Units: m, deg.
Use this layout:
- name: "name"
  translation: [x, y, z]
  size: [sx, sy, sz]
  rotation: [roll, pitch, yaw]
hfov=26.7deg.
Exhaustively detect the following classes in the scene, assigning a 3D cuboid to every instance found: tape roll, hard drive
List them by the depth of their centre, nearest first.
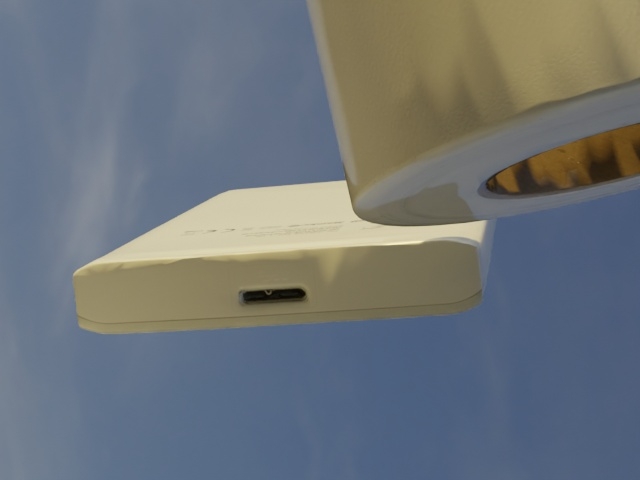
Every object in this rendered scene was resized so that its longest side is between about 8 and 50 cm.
- name: "tape roll"
  translation: [0.114, -0.117, 0.604]
  size: [0.246, 0.246, 0.169]
  rotation: [-26, -108, 56]
- name: "hard drive"
  translation: [0.000, 0.000, 0.923]
  size: [0.353, 0.233, 0.047]
  rotation: [-47, 132, -77]
